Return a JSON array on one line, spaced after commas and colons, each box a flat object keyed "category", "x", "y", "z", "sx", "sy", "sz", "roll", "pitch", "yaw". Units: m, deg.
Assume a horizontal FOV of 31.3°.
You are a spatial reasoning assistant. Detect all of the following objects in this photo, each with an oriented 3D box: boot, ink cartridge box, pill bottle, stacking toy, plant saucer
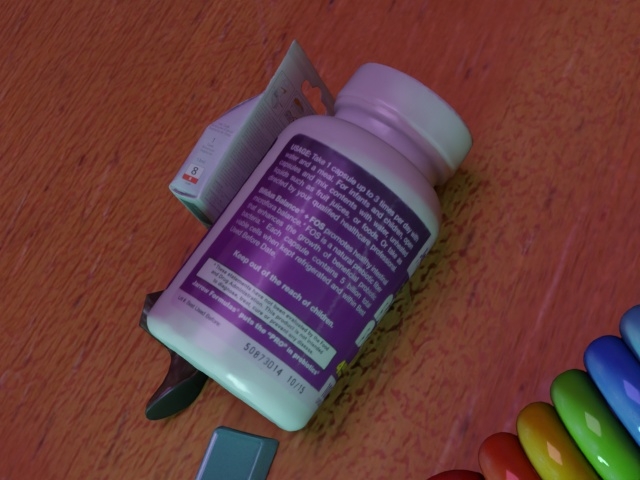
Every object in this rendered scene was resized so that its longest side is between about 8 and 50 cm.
[{"category": "boot", "x": -0.150, "y": 0.104, "z": 1.090, "sx": 0.106, "sy": 0.037, "sz": 0.114, "roll": -39, "pitch": 54, "yaw": -15}, {"category": "ink cartridge box", "x": -0.054, "y": -0.083, "z": 1.082, "sx": 0.045, "sy": 0.145, "sz": 0.179, "roll": 18, "pitch": 71, "yaw": 31}, {"category": "pill bottle", "x": 0.000, "y": 0.000, "z": 0.992, "sx": 0.169, "sy": 0.169, "sz": 0.301, "roll": 29, "pitch": 78, "yaw": 36}, {"category": "stacking toy", "x": 0.199, "y": 0.145, "z": 0.836, "sx": 0.330, "sy": 0.141, "sz": 0.141, "roll": -36, "pitch": 52, "yaw": 8}, {"category": "plant saucer", "x": -0.099, "y": 0.254, "z": 0.990, "sx": 0.067, "sy": 0.018, "sz": 0.192, "roll": 8, "pitch": 67, "yaw": 31}]
